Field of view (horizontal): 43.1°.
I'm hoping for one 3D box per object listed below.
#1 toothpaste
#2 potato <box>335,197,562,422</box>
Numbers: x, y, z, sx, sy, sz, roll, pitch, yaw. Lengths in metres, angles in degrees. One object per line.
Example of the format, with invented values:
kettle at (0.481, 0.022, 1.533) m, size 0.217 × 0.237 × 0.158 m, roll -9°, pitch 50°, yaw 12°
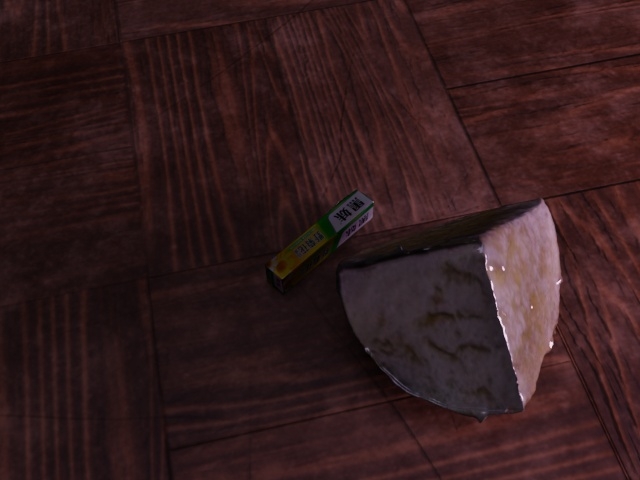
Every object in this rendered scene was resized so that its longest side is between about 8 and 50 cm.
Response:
toothpaste at (0.000, 0.000, 1.094) m, size 0.037 × 0.043 × 0.178 m, roll 38°, pitch 63°, yaw 25°
potato at (0.176, 0.077, 1.005) m, size 0.189 × 0.211 × 0.264 m, roll -14°, pitch 7°, yaw 36°
